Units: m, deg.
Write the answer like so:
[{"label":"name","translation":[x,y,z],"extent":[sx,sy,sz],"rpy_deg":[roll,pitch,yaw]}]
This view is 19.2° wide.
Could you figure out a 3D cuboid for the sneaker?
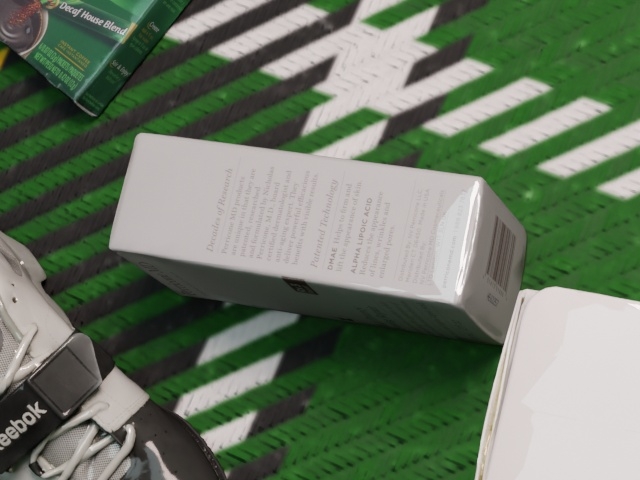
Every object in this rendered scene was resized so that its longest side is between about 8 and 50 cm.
[{"label":"sneaker","translation":[-0.189,0.099,1.196],"extent":[0.122,0.146,0.330],"rpy_deg":[-47,67,1]}]

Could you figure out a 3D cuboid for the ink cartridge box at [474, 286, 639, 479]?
[{"label":"ink cartridge box","translation":[0.214,0.125,0.963],"extent":[0.207,0.283,0.117],"rpy_deg":[10,79,22]}]

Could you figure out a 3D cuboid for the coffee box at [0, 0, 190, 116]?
[{"label":"coffee box","translation":[-0.142,-0.191,1.315],"extent":[0.113,0.040,0.184],"rpy_deg":[40,91,25]}]

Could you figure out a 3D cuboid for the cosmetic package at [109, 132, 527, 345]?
[{"label":"cosmetic package","translation":[0.000,0.000,1.169],"extent":[0.231,0.117,0.085],"rpy_deg":[7,76,22]}]
